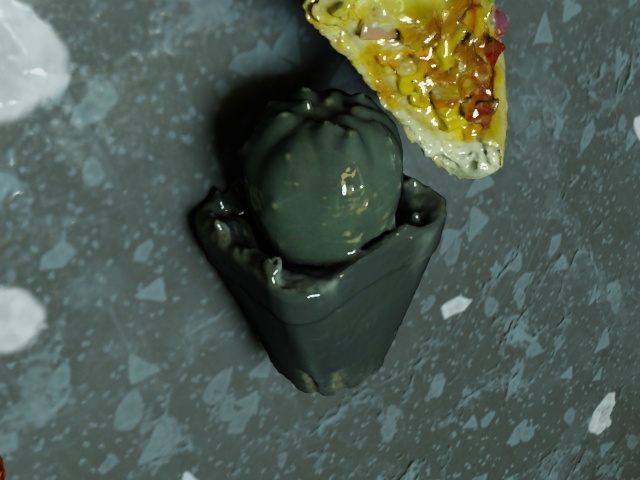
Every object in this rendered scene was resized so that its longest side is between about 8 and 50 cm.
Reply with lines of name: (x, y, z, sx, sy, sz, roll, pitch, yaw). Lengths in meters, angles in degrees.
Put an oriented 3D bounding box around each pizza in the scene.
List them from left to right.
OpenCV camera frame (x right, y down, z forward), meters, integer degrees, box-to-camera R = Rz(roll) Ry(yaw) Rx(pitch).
pizza: (0.063, -0.181, 0.664, 0.229, 0.081, 0.289, -13, 93, -53)

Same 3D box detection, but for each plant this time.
plant: (0.000, 0.000, 0.750, 0.164, 0.142, 0.256, -26, 137, -28)

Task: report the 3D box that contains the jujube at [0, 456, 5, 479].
jujube: (-0.257, 0.187, 0.671, 0.077, 0.077, 0.129, -12, 125, -36)
